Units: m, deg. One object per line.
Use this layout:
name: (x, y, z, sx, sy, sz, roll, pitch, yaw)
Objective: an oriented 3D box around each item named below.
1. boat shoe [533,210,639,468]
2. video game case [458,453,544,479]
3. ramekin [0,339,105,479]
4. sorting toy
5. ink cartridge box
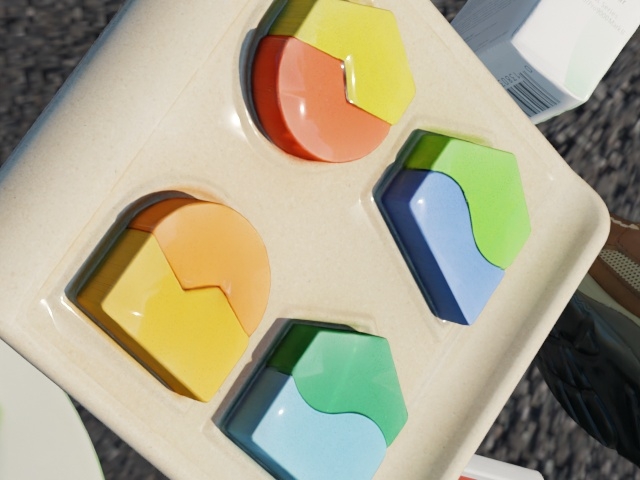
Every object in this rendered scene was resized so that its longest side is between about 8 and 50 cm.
boat shoe: (0.208, 0.061, 1.068, 0.120, 0.324, 0.123, -23, 130, -12)
video game case: (0.027, 0.269, 1.545, 0.285, 0.204, 0.025, -48, 44, 26)
ramekin: (-0.242, 0.141, 0.859, 0.303, 0.303, 0.148, 49, 127, 2)
sorting toy: (0.000, 0.000, 0.648, 0.208, 0.038, 0.193, 43, 71, -28)
ink cartridge box: (0.140, -0.150, 0.991, 0.056, 0.181, 0.225, 42, 72, -9)
